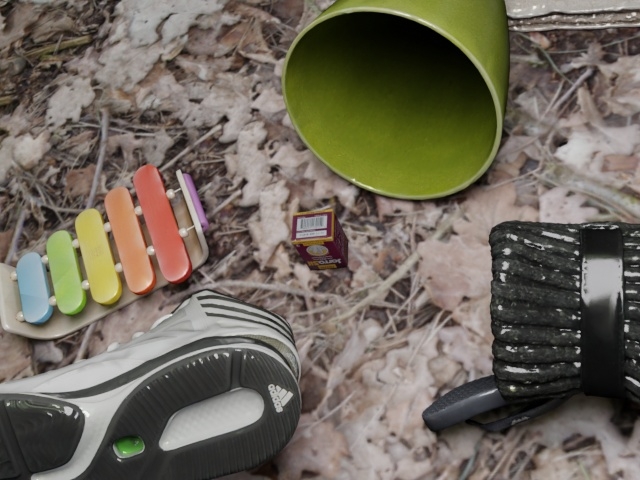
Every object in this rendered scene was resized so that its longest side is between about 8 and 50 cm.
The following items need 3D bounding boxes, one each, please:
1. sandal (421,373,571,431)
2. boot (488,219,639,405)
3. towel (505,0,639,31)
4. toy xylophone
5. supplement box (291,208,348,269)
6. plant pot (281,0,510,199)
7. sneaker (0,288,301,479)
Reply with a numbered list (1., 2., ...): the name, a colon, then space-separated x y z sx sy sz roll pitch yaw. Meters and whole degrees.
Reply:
1. sandal: 0.230 0.159 0.746 0.254 0.097 0.055 -20 84 8
2. boot: 0.287 0.137 0.622 0.260 0.131 0.348 -7 69 9
3. towel: 0.387 -0.385 1.017 0.282 0.049 0.187 3 64 20
4. toy xylophone: -0.283 0.047 0.982 0.322 0.081 0.236 -34 57 -1
5. supplement box: 0.000 0.000 0.911 0.054 0.083 0.043 -6 61 15
6. plant pot: 0.133 -0.252 0.928 0.274 0.275 0.294 10 50 23
7. sneaker: -0.230 0.186 0.809 0.447 0.257 0.169 -14 101 5
